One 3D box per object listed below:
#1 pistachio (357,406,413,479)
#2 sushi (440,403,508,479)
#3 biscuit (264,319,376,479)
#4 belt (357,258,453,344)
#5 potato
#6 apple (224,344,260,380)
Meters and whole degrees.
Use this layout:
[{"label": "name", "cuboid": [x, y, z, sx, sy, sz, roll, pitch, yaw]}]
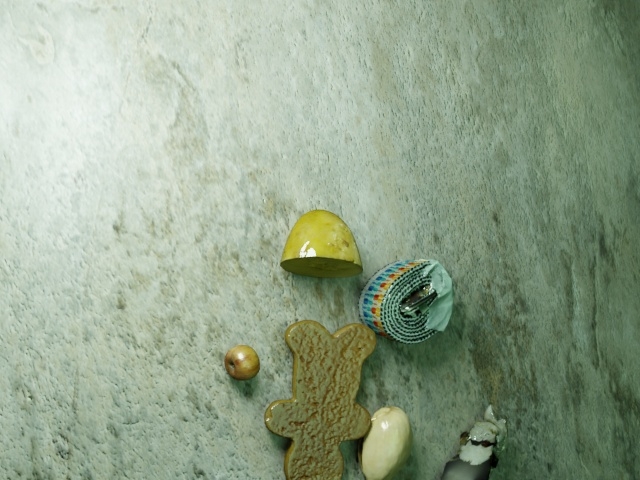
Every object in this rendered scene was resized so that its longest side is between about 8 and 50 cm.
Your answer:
[{"label": "pistachio", "cuboid": [0.174, 0.531, 1.435, 0.145, 0.117, 0.200, 16, 79, -11]}, {"label": "sushi", "cuboid": [0.461, 0.615, 1.596, 0.109, 0.134, 0.273, 56, 50, -28]}, {"label": "biscuit", "cuboid": [-0.006, 0.414, 1.379, 0.283, 0.064, 0.432, 9, 82, -22]}, {"label": "belt", "cuboid": [0.235, 0.161, 1.474, 0.257, 0.150, 0.207, -24, 107, -26]}, {"label": "potato", "cuboid": [0.000, 0.000, 1.361, 0.203, 0.178, 0.158, 1, 71, -10]}, {"label": "apple", "cuboid": [-0.180, 0.283, 1.290, 0.071, 0.084, 0.084, -20, 97, -48]}]
